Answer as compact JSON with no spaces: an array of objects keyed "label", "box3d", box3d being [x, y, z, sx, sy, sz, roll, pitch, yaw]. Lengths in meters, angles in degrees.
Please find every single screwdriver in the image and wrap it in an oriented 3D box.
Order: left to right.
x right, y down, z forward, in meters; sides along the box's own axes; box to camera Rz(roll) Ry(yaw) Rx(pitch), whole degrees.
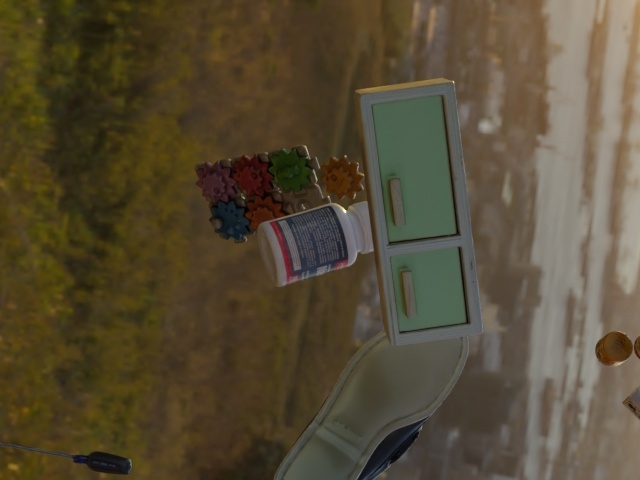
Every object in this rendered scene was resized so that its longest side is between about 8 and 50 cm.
[{"label":"screwdriver","box3d":[-0.304,0.256,1.592,0.024,0.170,0.025,-63,154,-61]}]

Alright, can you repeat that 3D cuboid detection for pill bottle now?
[{"label":"pill bottle","box3d":[0.000,0.000,2.136,0.108,0.180,0.108,164,-90,-77]}]

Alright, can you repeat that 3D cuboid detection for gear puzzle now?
[{"label":"gear puzzle","box3d":[-0.072,-0.083,2.483,0.044,0.339,0.175,-51,127,-56]}]

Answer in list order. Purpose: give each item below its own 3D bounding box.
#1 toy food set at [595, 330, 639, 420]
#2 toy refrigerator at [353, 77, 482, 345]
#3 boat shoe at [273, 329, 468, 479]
[{"label":"toy food set","box3d":[0.439,0.199,1.680,0.111,0.232,0.104,-43,170,-14]},{"label":"toy refrigerator","box3d":[0.104,-0.031,1.438,0.094,0.102,0.269,-105,-172,-80]},{"label":"boat shoe","box3d":[0.062,0.235,1.747,0.340,0.127,0.113,-52,172,-21]}]
